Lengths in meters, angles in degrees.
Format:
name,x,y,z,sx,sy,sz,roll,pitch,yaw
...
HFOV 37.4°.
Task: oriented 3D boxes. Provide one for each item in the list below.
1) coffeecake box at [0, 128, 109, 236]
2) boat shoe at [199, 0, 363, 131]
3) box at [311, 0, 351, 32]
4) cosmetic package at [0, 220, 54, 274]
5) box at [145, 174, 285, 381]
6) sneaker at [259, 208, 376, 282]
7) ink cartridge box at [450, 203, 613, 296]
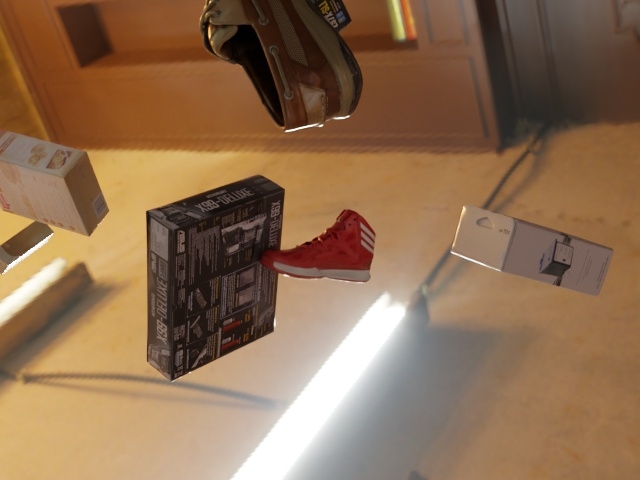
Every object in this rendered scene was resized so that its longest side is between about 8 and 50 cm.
name,x,y,z,sx,sy,sz,roll,pitch,yaw
coffeecake box,-0.462,-0.097,1.569,0.185,0.142,0.068,15,-127,20
boat shoe,-0.081,-0.266,1.119,0.120,0.122,0.324,-29,-107,-22
box,-0.097,-0.475,1.431,0.079,0.322,0.257,-38,-126,-2
cosmetic package,-0.567,0.010,1.790,0.115,0.041,0.060,-44,-176,-38
box,-0.181,0.062,1.633,0.242,0.308,0.076,-23,-139,-39
sneaker,0.000,0.000,1.657,0.221,0.128,0.087,6,-170,-35
ink cartridge box,0.314,0.013,1.414,0.190,0.082,0.139,12,-173,-27
